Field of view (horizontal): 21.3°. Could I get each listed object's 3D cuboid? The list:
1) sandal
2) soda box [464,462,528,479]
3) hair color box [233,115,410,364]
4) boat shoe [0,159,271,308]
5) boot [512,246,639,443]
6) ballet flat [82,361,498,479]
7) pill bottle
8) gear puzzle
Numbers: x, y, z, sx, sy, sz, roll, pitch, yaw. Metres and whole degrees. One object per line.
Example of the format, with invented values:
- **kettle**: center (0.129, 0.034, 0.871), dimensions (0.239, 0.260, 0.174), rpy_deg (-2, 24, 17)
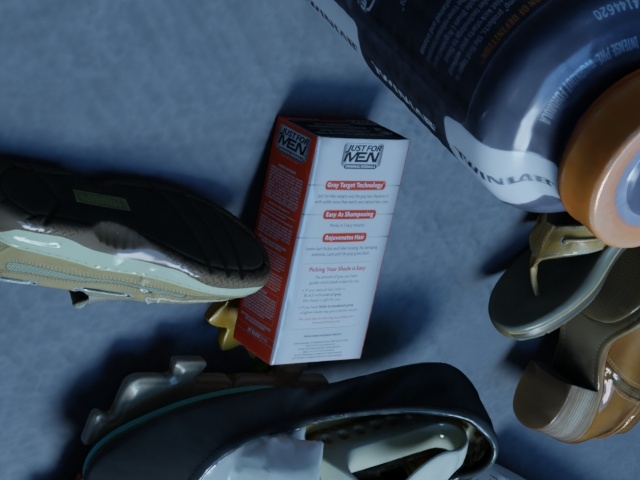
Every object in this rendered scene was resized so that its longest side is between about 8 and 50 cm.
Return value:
- **sandal**: center (0.179, -0.008, 1.154), dimensions (0.180, 0.072, 0.049), rpy_deg (-42, 126, 0)
- **soda box**: center (0.177, 0.244, 1.377), dimensions (0.216, 0.069, 0.074), rpy_deg (37, 82, -51)
- **hair color box**: center (0.000, 0.000, 1.004), dimensions (0.072, 0.043, 0.141), rpy_deg (0, 111, -39)
- **boat shoe**: center (-0.118, 0.007, 0.939), dimensions (0.190, 0.068, 0.072), rpy_deg (16, 128, -35)
- **boot**: center (0.233, 0.067, 1.275), dimensions (0.152, 0.073, 0.197), rpy_deg (13, 117, -54)
- **ballet flat**: center (-0.005, 0.135, 1.055), dimensions (0.280, 0.096, 0.095), rpy_deg (-12, 129, -30)
- **pill bottle**: center (0.099, -0.101, 0.853), dimensions (0.130, 0.245, 0.130), rpy_deg (-21, 138, -21)
- **gear puzzle**: center (-0.092, 0.133, 1.095), dimensions (0.175, 0.044, 0.339), rpy_deg (4, 122, -39)
